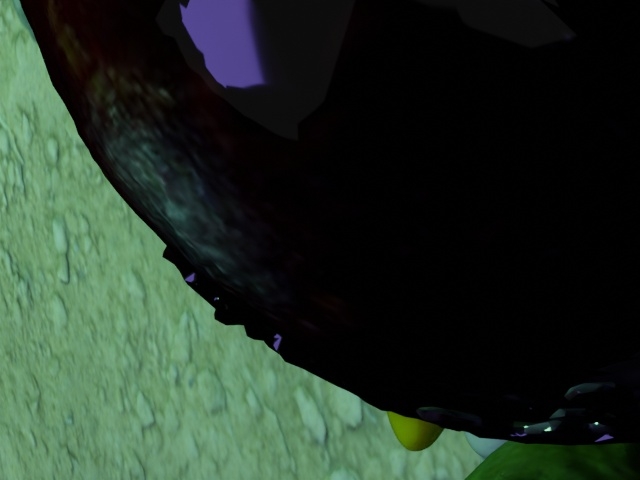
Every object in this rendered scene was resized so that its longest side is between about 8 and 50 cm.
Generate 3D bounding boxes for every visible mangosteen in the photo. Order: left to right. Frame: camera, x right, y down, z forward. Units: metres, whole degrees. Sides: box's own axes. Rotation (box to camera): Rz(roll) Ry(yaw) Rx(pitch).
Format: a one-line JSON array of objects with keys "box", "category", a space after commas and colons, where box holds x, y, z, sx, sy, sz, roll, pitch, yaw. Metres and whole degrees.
[{"box": [0.113, -0.122, 0.593, 0.421, 0.381, 0.381, 1, 101, 32], "category": "mangosteen"}]

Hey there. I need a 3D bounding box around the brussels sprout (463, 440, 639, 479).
[{"box": [0.135, 0.157, 0.851, 0.183, 0.145, 0.131, 29, 105, 3], "category": "brussels sprout"}]

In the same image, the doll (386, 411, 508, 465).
[{"box": [0.076, 0.067, 0.993, 0.113, 0.071, 0.135, 48, 133, 30], "category": "doll"}]
